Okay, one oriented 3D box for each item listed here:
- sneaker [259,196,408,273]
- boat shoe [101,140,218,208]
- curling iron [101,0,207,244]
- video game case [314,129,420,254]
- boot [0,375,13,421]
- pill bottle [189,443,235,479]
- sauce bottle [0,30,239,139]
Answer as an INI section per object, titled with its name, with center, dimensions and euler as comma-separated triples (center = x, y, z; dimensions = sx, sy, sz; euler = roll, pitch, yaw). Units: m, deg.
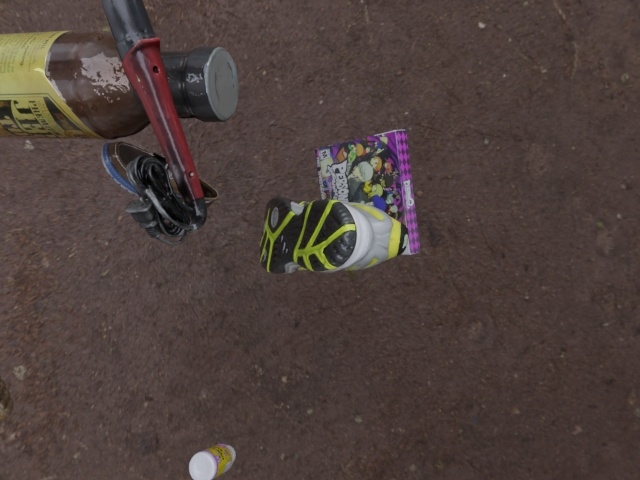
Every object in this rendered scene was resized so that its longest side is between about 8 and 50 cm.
[sneaker]
center = 0.000, 0.000, 0.869
dimensions = 0.147, 0.385, 0.145
euler = 6, 94, -28
[boat shoe]
center = -0.213, -0.092, 0.674
dimensions = 0.066, 0.183, 0.066
euler = -21, 66, 20
[curling iron]
center = -0.133, -0.129, 0.350
dimensions = 0.035, 0.068, 0.274
euler = -10, 98, 16
[video game case]
center = 0.088, -0.085, 0.967
dimensions = 0.042, 0.210, 0.232
euler = -13, 98, -45
[boot]
center = -0.497, 0.173, 0.520
dimensions = 0.248, 0.090, 0.207
euler = 45, 73, -11
[pill bottle]
center = -0.161, 0.335, 0.741
dimensions = 0.043, 0.083, 0.043
euler = -3, 79, 15
[sauce bottle]
center = -0.257, -0.161, 0.508
dimensions = 0.344, 0.111, 0.111
euler = 4, 95, 17
